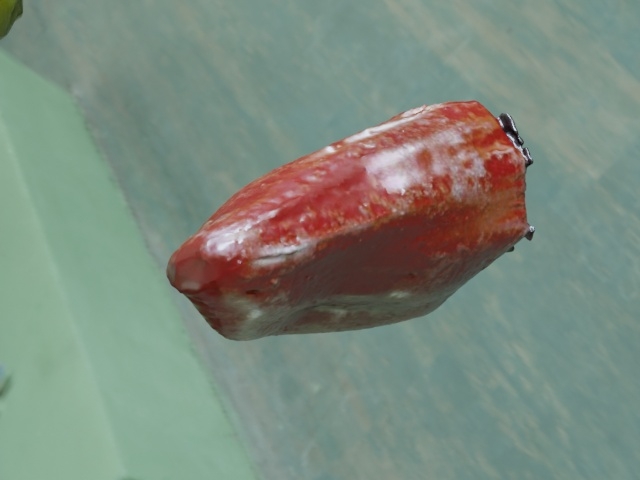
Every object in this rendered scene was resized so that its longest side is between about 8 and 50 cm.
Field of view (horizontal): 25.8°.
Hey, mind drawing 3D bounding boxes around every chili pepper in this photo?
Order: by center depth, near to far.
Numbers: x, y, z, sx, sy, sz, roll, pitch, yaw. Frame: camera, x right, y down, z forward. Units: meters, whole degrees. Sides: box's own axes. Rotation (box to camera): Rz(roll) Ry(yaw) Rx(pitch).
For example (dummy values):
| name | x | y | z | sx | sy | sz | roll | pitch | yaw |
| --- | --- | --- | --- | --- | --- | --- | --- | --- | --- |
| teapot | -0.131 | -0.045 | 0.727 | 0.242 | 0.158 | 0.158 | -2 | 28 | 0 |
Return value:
| name | x | y | z | sx | sy | sz | roll | pitch | yaw |
| --- | --- | --- | --- | --- | --- | --- | --- | --- | --- |
| chili pepper | 0.000 | 0.000 | 0.804 | 0.144 | 0.252 | 0.136 | 5 | 105 | 44 |

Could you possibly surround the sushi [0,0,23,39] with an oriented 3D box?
| name | x | y | z | sx | sy | sz | roll | pitch | yaw |
| --- | --- | --- | --- | --- | --- | --- | --- | --- | --- |
| sushi | -0.167 | -0.180 | 0.405 | 0.328 | 0.285 | 0.328 | 24 | 94 | 64 |
